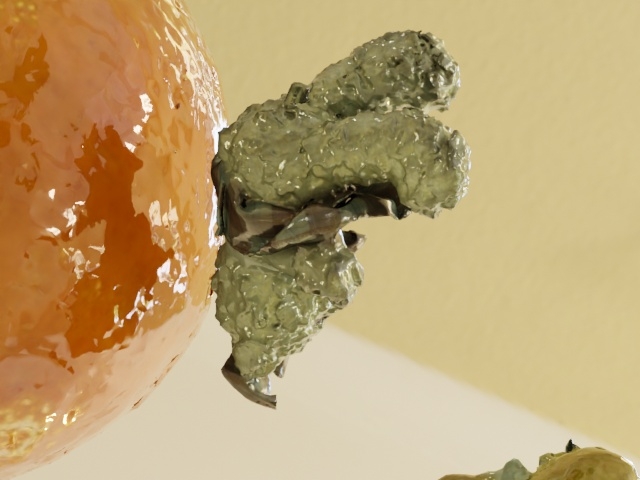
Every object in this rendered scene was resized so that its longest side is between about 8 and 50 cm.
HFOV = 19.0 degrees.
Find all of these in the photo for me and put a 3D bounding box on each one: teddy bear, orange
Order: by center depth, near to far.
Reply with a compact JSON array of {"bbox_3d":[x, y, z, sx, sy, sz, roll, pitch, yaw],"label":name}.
[{"bbox_3d":[-0.014,-0.013,0.988,0.111,0.213,0.133,25,-150,-19],"label":"teddy bear"},{"bbox_3d":[-0.245,-0.034,1.166,0.326,0.424,0.424,39,-164,-41],"label":"orange"}]

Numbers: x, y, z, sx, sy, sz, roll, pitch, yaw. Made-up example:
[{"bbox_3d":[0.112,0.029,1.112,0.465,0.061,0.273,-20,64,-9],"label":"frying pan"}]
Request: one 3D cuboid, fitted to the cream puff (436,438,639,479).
[{"bbox_3d":[0.100,0.227,1.034,0.195,0.221,0.194,-6,-133,7],"label":"cream puff"}]
